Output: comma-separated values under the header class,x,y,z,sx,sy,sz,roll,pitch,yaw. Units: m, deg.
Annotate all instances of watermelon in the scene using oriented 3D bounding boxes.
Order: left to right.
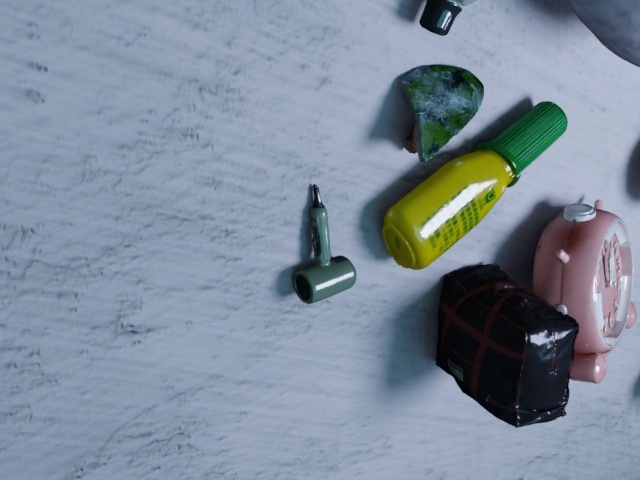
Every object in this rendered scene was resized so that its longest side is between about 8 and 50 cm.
class,x,y,z,sx,sy,sz,roll,pitch,yaw
watermelon,0.148,-0.173,1.221,0.155,0.080,0.101,-34,96,-18

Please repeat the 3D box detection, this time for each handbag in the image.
class,x,y,z,sx,sy,sz,roll,pitch,yaw
handbag,0.256,0.142,1.373,0.155,0.215,0.169,-9,116,-27

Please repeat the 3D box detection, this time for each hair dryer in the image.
class,x,y,z,sx,sy,sz,roll,pitch,yaw
hair dryer,0.000,0.000,1.205,0.071,0.047,0.150,-21,115,-33

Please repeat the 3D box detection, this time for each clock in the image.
class,x,y,z,sx,sy,sz,roll,pitch,yaw
clock,0.385,0.058,1.480,0.227,0.142,0.241,-40,129,-49

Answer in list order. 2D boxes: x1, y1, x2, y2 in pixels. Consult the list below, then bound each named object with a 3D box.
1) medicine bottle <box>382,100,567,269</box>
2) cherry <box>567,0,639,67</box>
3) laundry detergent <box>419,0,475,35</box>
class,x,y,z,sx,sy,sz,roll,pitch,yaw
medicine bottle,0.212,-0.081,1.301,0.309,0.076,0.111,-38,139,-16
cherry,0.430,-0.361,1.189,0.335,0.291,0.326,-16,115,-23
laundry detergent,0.174,-0.346,1.124,0.099,0.070,0.225,11,108,-52
